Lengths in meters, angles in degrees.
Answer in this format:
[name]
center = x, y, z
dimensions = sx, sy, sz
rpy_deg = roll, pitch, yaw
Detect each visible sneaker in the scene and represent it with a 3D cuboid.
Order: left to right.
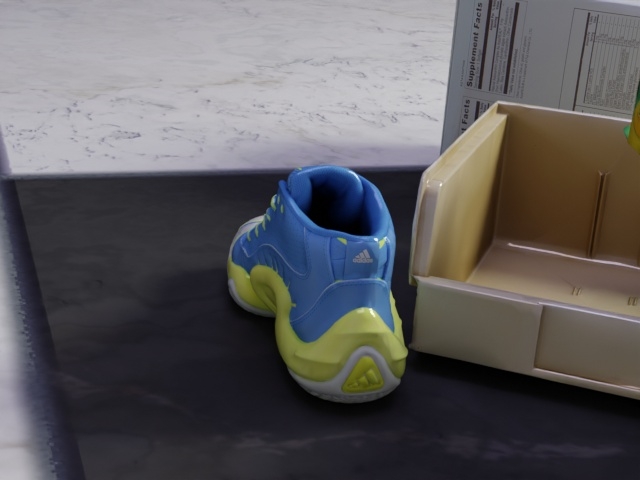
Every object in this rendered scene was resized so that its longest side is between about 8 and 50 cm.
[sneaker]
center = 0.000, 0.000, 0.726
dimensions = 0.091, 0.126, 0.240
rpy_deg = -3, 21, -20

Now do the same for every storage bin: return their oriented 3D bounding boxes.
[storage bin]
center = 0.213, 0.006, 0.762
dimensions = 0.262, 0.123, 0.260
rpy_deg = 11, 20, 17

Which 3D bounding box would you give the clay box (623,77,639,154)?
[clay box]
center = 0.271, -0.056, 0.690
dimensions = 0.127, 0.053, 0.222
rpy_deg = 4, 21, -2

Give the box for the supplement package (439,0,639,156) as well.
[supplement package]
center = 0.275, -0.138, 1.063
dimensions = 0.263, 0.198, 0.199
rpy_deg = 14, 22, 26
